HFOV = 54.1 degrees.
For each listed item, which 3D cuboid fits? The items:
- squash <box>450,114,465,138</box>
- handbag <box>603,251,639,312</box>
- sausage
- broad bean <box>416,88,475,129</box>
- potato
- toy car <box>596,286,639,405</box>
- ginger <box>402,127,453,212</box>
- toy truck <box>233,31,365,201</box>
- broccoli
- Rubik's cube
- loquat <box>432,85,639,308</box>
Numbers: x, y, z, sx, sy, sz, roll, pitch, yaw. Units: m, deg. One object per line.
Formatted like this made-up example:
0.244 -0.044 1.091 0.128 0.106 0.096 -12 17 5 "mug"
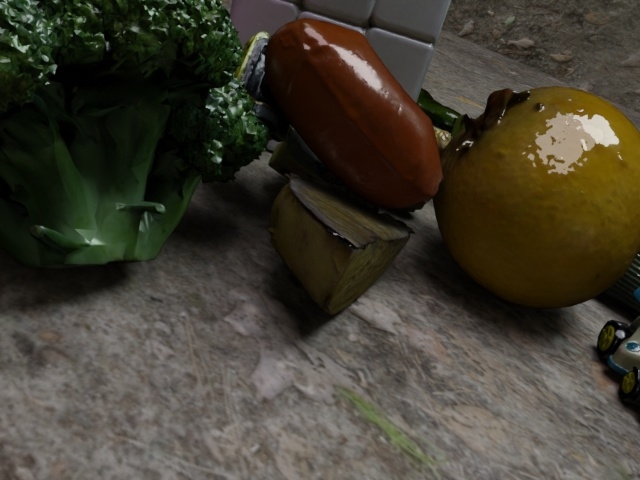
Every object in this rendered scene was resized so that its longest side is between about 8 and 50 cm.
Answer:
0.238 -0.107 1.031 0.085 0.184 0.192 -30 37 -4 "squash"
0.556 0.009 0.865 0.247 0.240 0.341 -7 35 -47 "handbag"
0.040 -0.137 0.709 0.258 0.133 0.133 47 20 -20 "sausage"
0.307 -0.295 1.486 0.292 0.049 0.144 35 26 26 "broad bean"
0.000 0.000 0.664 0.138 0.098 0.243 35 14 15 "potato"
0.388 0.130 0.686 0.126 0.098 0.161 19 25 6 "toy car"
0.139 -0.094 0.920 0.067 0.165 0.096 -37 96 -41 "ginger"
-0.026 -0.146 0.847 0.272 0.124 0.157 30 -22 -33 "toy truck"
-0.244 -0.128 0.576 0.321 0.310 0.413 27 10 17 "broccoli"
0.027 -0.325 1.074 0.316 0.318 0.322 19 26 4 "Rubik's cube"
0.268 -0.062 0.780 0.275 0.275 0.275 14 27 -8 "loquat"
